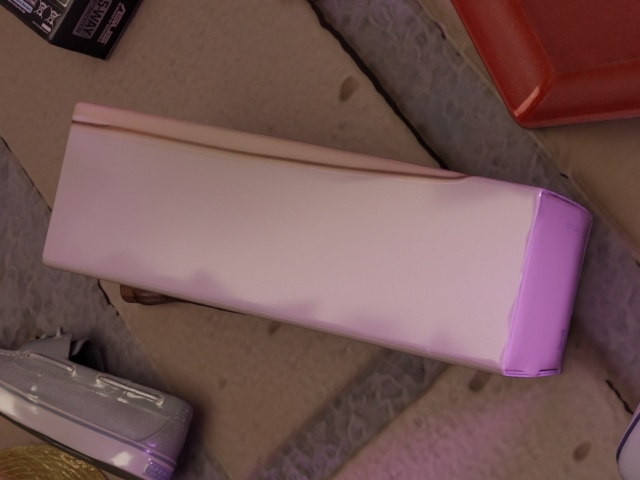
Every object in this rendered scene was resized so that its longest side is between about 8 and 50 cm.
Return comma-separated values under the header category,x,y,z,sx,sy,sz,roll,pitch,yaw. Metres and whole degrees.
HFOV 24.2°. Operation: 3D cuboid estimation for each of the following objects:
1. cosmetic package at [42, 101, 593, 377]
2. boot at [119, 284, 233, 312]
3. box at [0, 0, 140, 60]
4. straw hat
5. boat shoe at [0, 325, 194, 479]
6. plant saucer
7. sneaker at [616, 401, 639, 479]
category,x,y,z,sx,sy,sz,roll,pitch,yaw
cosmetic package,0.000,0.000,0.952,0.309,0.160,0.113,11,89,20
boot,-0.092,-0.001,1.089,0.114,0.037,0.106,2,95,29
box,-0.228,-0.324,1.161,0.307,0.076,0.242,38,103,25
straw hat,-0.218,0.230,1.121,0.144,0.144,0.061,36,145,25
boat shoe,-0.188,0.111,1.118,0.227,0.079,0.081,20,72,29
plant saucer,0.126,-0.192,0.858,0.048,0.259,0.258,-32,100,-13
sneaker,0.243,0.031,0.890,0.091,0.094,0.258,37,99,44
